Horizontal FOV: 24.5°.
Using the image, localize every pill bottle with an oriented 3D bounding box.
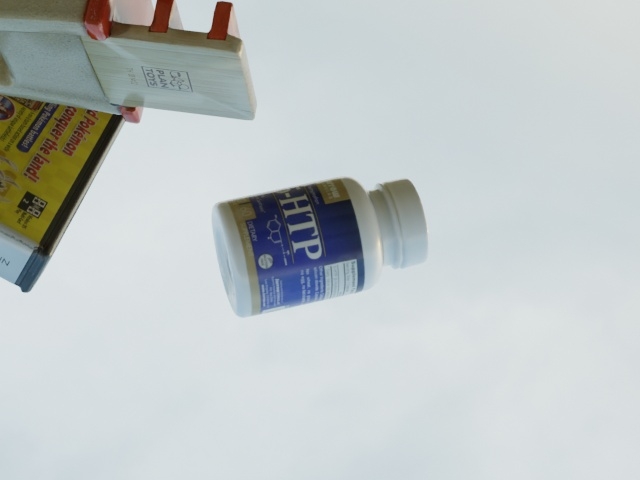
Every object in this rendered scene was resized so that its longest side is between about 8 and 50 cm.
[{"bbox_3d":[0.000,0.000,1.378,0.187,0.112,0.112,-13,-145,-11],"label":"pill bottle"}]

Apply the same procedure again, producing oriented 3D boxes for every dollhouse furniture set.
[{"bbox_3d":[-0.083,-0.194,0.743,0.135,0.262,0.259,6,-111,6],"label":"dollhouse furniture set"}]

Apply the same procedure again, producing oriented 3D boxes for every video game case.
[{"bbox_3d":[-0.249,-0.103,0.918,0.248,0.035,0.275,30,-154,-10],"label":"video game case"}]
